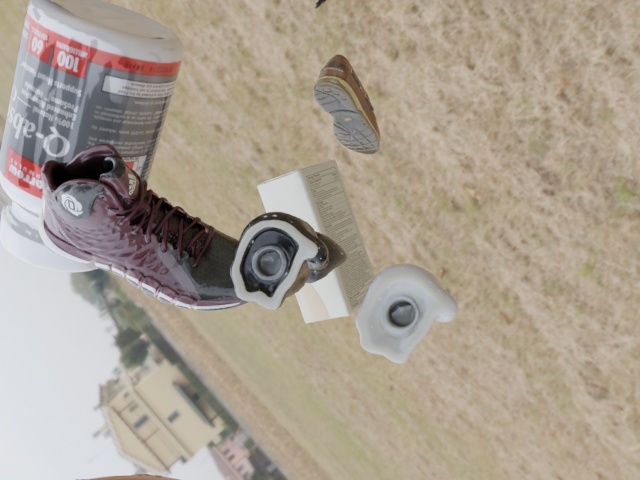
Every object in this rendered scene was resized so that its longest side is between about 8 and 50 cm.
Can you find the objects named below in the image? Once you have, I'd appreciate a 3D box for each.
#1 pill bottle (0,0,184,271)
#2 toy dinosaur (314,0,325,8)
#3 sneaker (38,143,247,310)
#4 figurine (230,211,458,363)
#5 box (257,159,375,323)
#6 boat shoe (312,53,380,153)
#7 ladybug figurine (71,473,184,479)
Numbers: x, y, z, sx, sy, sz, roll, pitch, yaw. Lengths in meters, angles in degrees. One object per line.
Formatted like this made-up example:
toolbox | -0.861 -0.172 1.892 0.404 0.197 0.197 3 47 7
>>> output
pill bottle | -0.344 -0.149 0.986 0.210 0.210 0.362 38 118 34
toy dinosaur | 0.060 -0.409 1.083 0.118 0.268 0.064 1 104 29
sneaker | -0.192 -0.018 0.768 0.282 0.106 0.162 16 142 -1
figurine | 0.038 0.041 0.723 0.215 0.092 0.209 22 -174 11
box | 0.000 0.000 1.426 0.121 0.148 0.311 -16 95 36
boat shoe | 0.046 -0.178 0.915 0.064 0.060 0.178 7 158 25
ladybug figurine | -0.191 0.360 0.700 0.162 0.305 0.449 53 -176 40
